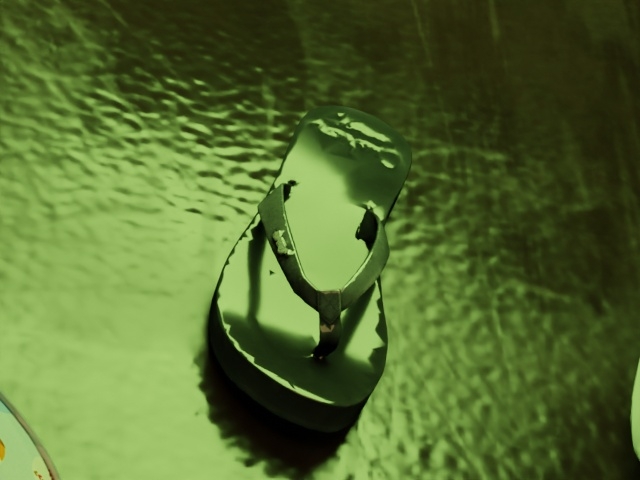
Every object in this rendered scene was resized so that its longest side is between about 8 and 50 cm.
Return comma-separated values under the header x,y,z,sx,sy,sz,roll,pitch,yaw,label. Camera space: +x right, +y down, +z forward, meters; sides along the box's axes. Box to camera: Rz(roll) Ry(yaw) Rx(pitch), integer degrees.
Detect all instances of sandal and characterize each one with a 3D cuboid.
x,y,z,sx,sy,sz,roll,pitch,yaw,label
-0.001,-0.001,1.041,0.097,0.054,0.254,18,41,-7,sandal

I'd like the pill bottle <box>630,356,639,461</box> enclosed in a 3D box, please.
x,y,z,sx,sy,sz,roll,pitch,yaw,label
0.362,0.098,0.992,0.361,0.204,0.204,19,41,-5,pill bottle

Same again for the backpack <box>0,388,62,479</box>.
x,y,z,sx,sy,sz,roll,pitch,yaw,label
-0.202,0.139,0.668,0.263,0.213,0.276,47,39,-22,backpack
